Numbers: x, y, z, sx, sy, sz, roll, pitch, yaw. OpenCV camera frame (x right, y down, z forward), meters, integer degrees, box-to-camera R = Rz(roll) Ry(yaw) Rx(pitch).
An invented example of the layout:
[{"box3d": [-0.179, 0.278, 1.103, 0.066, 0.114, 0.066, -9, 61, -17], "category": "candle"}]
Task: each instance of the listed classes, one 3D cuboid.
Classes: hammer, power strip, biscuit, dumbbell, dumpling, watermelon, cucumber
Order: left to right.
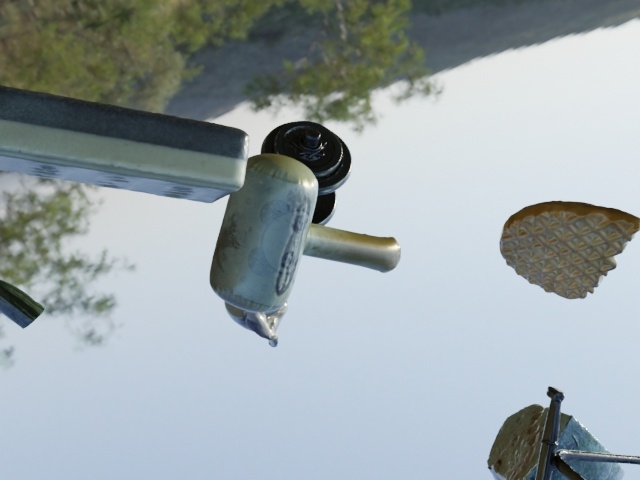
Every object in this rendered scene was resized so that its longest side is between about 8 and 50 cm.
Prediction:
[{"box3d": [-0.492, 0.094, 1.615, 0.048, 0.105, 0.048, -50, -172, 10], "category": "cucumber"}, {"box3d": [-0.205, -0.087, 0.968, 0.257, 0.070, 0.105, 10, 171, -20], "category": "power strip"}, {"box3d": [-0.108, 0.116, 1.774, 0.108, 0.188, 0.127, -28, -144, -3], "category": "dumpling"}, {"box3d": [-0.042, -0.132, 2.138, 0.192, 0.192, 0.290, -31, 158, -30], "category": "dumbbell"}, {"box3d": [0.000, 0.000, 1.355, 0.305, 0.201, 0.113, 8, -165, -42], "category": "hammer"}, {"box3d": [0.432, 0.436, 1.973, 0.228, 0.387, 0.258, -41, -130, -4], "category": "watermelon"}, {"box3d": [0.412, 0.016, 1.762, 0.309, 0.205, 0.040, 104, 7, -63], "category": "biscuit"}]

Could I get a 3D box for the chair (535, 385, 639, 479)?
[{"box3d": [0.479, 0.492, 1.486, 0.365, 0.410, 0.362, 13, -165, -39], "category": "chair"}]
